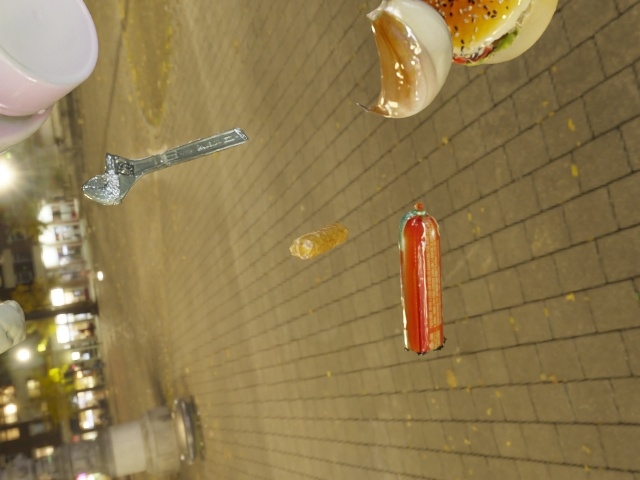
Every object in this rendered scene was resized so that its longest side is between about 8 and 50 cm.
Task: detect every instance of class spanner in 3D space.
[{"bbox_3d":[-0.269,-0.143,1.262,0.093,0.325,0.026,62,151,7],"label":"spanner"}]

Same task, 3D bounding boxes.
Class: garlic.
[{"bbox_3d":[0.136,-0.251,1.044,0.207,0.128,0.115,93,159,-50],"label":"garlic"}]

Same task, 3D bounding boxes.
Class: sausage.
[{"bbox_3d":[0.169,0.061,1.190,0.083,0.083,0.264,-139,40,-61],"label":"sausage"}]

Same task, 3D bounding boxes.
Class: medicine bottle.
[{"bbox_3d":[-0.485,-0.247,0.995,0.301,0.241,0.241,-21,75,31],"label":"medicine bottle"}]

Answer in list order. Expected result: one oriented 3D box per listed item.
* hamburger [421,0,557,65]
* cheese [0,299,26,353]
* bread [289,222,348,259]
[{"bbox_3d":[0.312,-0.479,1.366,0.300,0.176,0.301,-11,76,50],"label":"hamburger"},{"bbox_3d":[-0.330,0.095,0.569,0.065,0.193,0.044,-71,-40,-80],"label":"cheese"},{"bbox_3d":[0.000,0.000,1.369,0.052,0.157,0.044,12,111,31],"label":"bread"}]
